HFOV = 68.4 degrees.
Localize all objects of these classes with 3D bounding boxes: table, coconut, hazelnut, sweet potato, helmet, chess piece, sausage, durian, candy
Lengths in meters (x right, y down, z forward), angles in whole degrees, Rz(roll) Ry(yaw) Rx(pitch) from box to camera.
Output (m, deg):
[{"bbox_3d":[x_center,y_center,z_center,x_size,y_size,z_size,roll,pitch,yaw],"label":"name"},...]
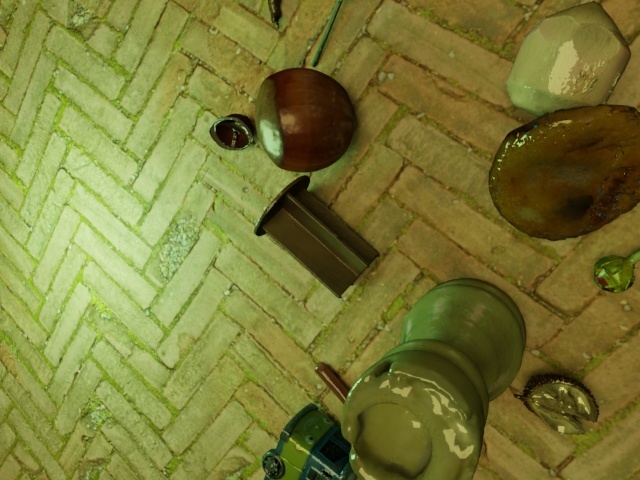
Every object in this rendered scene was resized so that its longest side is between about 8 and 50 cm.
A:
[{"bbox_3d":[0.000,0.000,0.981,0.226,0.167,0.167,42,111,6],"label":"table"},{"bbox_3d":[0.394,-0.281,0.743,0.171,0.171,0.183,28,113,21],"label":"coconut"},{"bbox_3d":[-0.030,-0.240,0.950,0.214,0.176,0.214,-1,101,-3],"label":"hazelnut"},{"bbox_3d":[-0.092,-0.543,1.021,0.041,0.038,0.153,27,110,44],"label":"sweet potato"},{"bbox_3d":[-0.196,-0.260,1.087,0.111,0.057,0.089,-6,135,30],"label":"helmet"},{"bbox_3d":[0.191,0.206,0.740,0.234,0.442,0.234,3,97,26],"label":"chess piece"},{"bbox_3d":[0.040,0.331,1.053,0.030,0.035,0.147,-41,76,-10],"label":"sausage"},{"bbox_3d":[0.416,0.283,0.846,0.140,0.071,0.110,12,106,11],"label":"durian"},{"bbox_3d":[0.038,-0.499,0.945,0.083,0.091,0.305,52,125,42],"label":"candy"},{"bbox_3d":[0.539,0.012,0.775,0.194,0.058,0.062,-44,85,14],"label":"candy"}]

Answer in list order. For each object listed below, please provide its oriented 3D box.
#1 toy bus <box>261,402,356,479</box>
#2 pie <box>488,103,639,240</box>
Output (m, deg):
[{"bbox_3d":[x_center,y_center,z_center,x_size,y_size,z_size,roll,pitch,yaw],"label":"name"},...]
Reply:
[{"bbox_3d":[-0.038,0.548,1.048,0.190,0.152,0.312,27,107,22],"label":"toy bus"},{"bbox_3d":[0.402,-0.104,0.758,0.273,0.069,0.273,12,142,9],"label":"pie"}]
